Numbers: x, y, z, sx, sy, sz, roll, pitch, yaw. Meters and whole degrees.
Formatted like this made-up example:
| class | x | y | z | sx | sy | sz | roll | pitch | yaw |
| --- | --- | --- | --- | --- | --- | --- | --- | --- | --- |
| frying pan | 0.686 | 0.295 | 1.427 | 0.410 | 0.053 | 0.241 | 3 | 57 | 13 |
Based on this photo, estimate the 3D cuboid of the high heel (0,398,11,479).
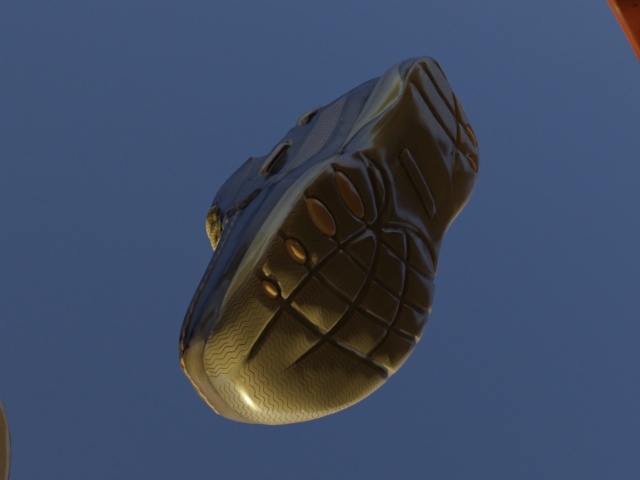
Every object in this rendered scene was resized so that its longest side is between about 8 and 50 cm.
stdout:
| class | x | y | z | sx | sy | sz | roll | pitch | yaw |
| --- | --- | --- | --- | --- | --- | --- | --- | --- | --- |
| high heel | -0.283 | 0.109 | 0.666 | 0.127 | 0.181 | 0.377 | 13 | -128 | -31 |

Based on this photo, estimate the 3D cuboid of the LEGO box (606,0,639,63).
| class | x | y | z | sx | sy | sz | roll | pitch | yaw |
| --- | --- | --- | --- | --- | --- | --- | --- | --- | --- |
| LEGO box | 0.410 | 0.035 | 0.708 | 0.372 | 0.193 | 0.500 | 9 | -124 | -65 |

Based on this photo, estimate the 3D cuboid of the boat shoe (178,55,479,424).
| class | x | y | z | sx | sy | sz | roll | pitch | yaw |
| --- | --- | --- | --- | --- | --- | --- | --- | --- | --- |
| boat shoe | 0.000 | 0.000 | 0.685 | 0.132 | 0.130 | 0.355 | 63 | -146 | -17 |
